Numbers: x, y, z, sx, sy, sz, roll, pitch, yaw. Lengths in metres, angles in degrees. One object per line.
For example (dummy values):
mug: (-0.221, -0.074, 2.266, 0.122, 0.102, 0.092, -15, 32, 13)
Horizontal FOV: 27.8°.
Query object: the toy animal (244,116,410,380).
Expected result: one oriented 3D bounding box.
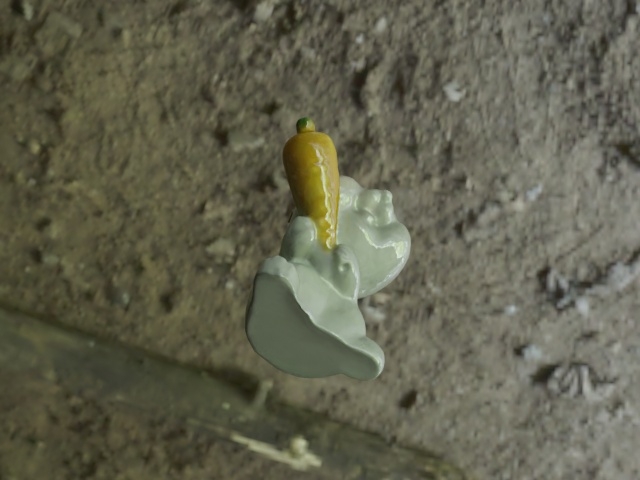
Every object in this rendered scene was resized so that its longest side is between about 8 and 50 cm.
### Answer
toy animal: (0.000, 0.000, 0.843, 0.131, 0.181, 0.127, 40, 133, -12)
